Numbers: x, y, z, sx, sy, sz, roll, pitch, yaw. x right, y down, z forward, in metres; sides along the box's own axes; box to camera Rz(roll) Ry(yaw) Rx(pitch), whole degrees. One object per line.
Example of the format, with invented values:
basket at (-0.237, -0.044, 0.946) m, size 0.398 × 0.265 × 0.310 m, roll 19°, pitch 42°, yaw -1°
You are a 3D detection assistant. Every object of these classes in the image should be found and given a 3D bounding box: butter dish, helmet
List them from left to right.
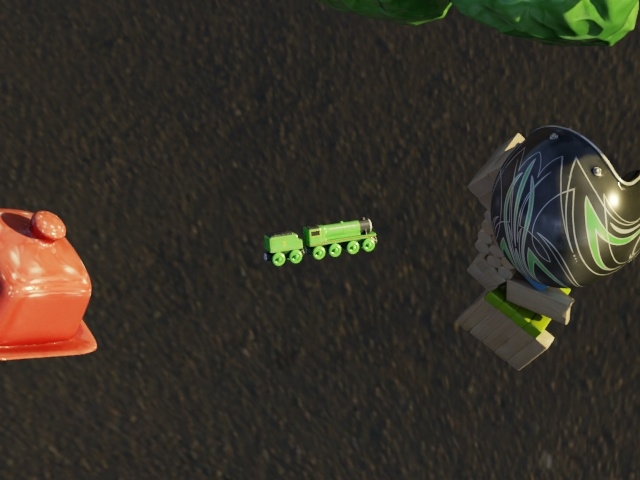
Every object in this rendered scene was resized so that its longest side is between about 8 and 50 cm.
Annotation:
butter dish at (-0.278, 0.022, 1.246) m, size 0.160 × 0.160 × 0.118 m, roll 51°, pitch 117°, yaw 25°
helmet at (0.257, -0.034, 1.405) m, size 0.169 × 0.161 × 0.169 m, roll 0°, pitch 89°, yaw 47°

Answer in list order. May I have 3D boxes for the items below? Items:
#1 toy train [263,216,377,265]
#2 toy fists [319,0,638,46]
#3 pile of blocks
toy train at (0.000, 0.000, 0.921) m, size 0.083 × 0.017 × 0.024 m, roll -9°, pitch 105°, yaw -20°
toy fists at (0.101, -0.207, 1.006) m, size 0.279 × 0.142 × 0.096 m, roll 13°, pitch 98°, yaw 25°
pile of blocks at (0.265, 0.007, 1.652) m, size 0.149 × 0.362 × 0.112 m, roll 25°, pitch 54°, yaw 22°
